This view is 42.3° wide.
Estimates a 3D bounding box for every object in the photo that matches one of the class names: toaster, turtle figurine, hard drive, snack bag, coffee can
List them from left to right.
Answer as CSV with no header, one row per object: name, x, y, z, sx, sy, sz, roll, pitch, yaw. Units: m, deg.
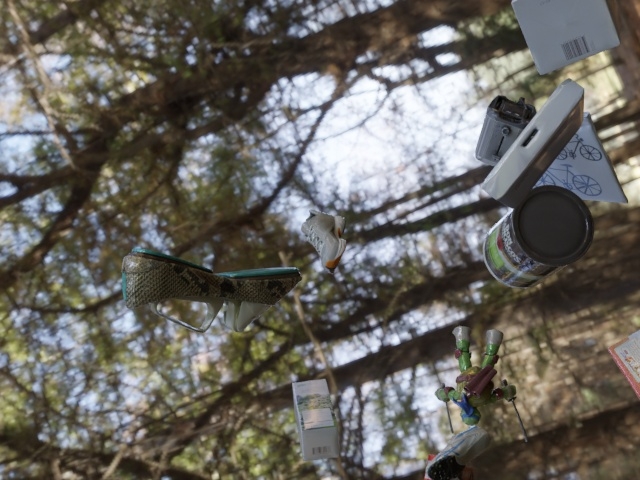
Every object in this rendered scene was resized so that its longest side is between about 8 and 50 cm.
turtle figurine,0.418,0.385,2.233,0.274,0.197,0.266,33,-122,-40
toaster,0.481,-0.282,2.159,0.227,0.129,0.147,-57,-15,-60
coffee can,0.544,-0.002,2.098,0.275,0.201,0.202,104,149,-74
hard drive,0.407,-0.168,1.552,0.047,0.233,0.353,39,-169,14
snack bag,0.680,-0.242,2.349,0.037,0.323,0.343,-50,-56,-20

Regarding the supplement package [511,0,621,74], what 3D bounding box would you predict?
supplement package,0.421,-0.400,1.404,0.134,0.139,0.244,62,-151,-19

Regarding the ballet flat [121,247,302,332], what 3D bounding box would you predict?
ballet flat,-0.259,0.133,1.993,0.482,0.164,0.182,8,-96,-38

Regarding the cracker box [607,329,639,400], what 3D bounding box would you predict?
cracker box,0.682,0.216,1.541,0.067,0.232,0.156,41,-159,-52

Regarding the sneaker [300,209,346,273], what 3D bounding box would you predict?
sneaker,0.000,0.000,2.293,0.121,0.099,0.262,22,-156,-11

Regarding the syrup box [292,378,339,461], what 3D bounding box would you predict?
syrup box,-0.014,0.460,2.143,0.237,0.093,0.096,-111,17,-69

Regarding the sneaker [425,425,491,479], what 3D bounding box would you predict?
sneaker,0.370,0.587,2.281,0.237,0.086,0.085,-24,-65,-34

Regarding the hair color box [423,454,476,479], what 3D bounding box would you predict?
hair color box,0.384,0.700,2.450,0.167,0.053,0.093,28,-113,-36
